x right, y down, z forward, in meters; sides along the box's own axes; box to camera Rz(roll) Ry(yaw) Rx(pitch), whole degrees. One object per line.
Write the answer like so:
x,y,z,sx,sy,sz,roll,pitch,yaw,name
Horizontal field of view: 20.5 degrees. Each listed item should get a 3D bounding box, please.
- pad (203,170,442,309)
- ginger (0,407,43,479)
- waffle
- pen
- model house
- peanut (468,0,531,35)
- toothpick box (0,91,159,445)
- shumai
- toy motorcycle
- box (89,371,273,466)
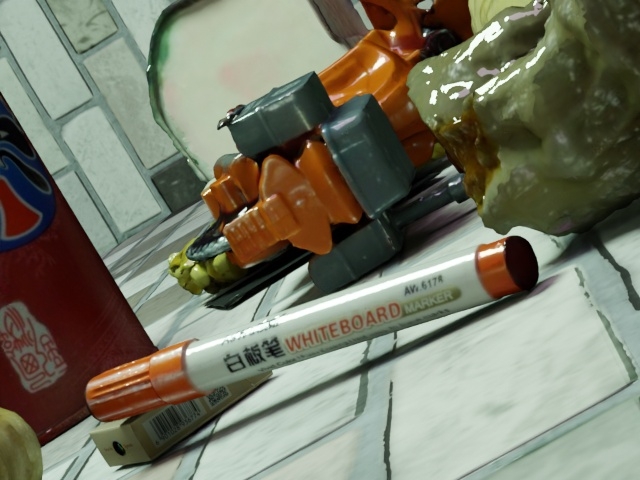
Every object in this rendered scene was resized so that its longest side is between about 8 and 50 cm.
0.000,0.000,1.336,0.193,0.004,0.116,-32,5,-12,pad
-0.204,0.140,0.819,0.131,0.086,0.294,-9,11,0,ginger
-0.010,-0.031,1.417,0.254,0.052,0.245,-31,2,-20,waffle
-0.011,0.043,0.796,0.239,0.028,0.028,-20,11,31,pen
-0.029,-0.157,1.755,0.202,0.237,0.237,-36,-1,19,model house
0.191,-0.139,0.980,0.147,0.147,0.319,-34,12,-29,peanut
-0.280,-0.011,1.214,0.204,0.333,0.204,-30,7,4,toothpick box
0.133,-0.082,0.785,0.175,0.166,0.206,-52,-4,22,shumai
0.026,-0.070,1.162,0.221,0.148,0.325,-29,11,15,toy motorcycle
-0.070,0.082,0.891,0.083,0.024,0.053,-36,9,-32,box
